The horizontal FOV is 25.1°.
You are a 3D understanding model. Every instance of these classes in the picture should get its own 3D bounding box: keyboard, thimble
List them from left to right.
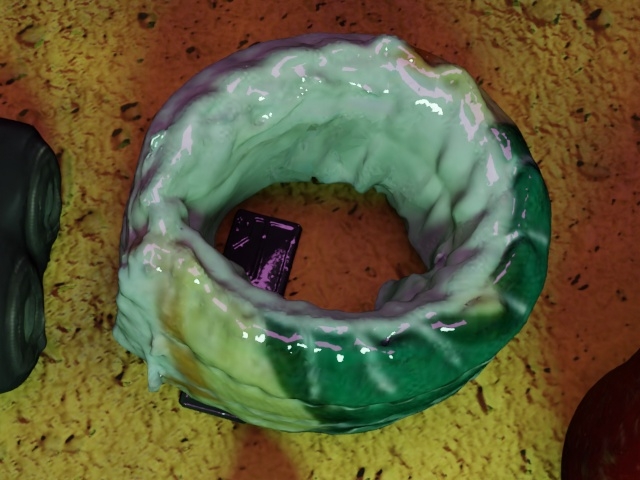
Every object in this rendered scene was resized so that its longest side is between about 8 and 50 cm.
[{"bbox_3d":[-0.055,0.051,1.021,0.053,0.010,0.155,16,68,1],"label":"keyboard"},{"bbox_3d":[0.000,0.000,0.952,0.288,0.167,0.254,-16,72,-15],"label":"thimble"}]

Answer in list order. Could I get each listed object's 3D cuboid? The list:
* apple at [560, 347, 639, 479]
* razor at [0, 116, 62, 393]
[{"bbox_3d":[0.307,0.125,0.849,0.277,0.348,0.348,40,71,16],"label":"apple"},{"bbox_3d":[-0.351,-0.005,0.965,0.349,0.113,0.204,7,66,-2],"label":"razor"}]
